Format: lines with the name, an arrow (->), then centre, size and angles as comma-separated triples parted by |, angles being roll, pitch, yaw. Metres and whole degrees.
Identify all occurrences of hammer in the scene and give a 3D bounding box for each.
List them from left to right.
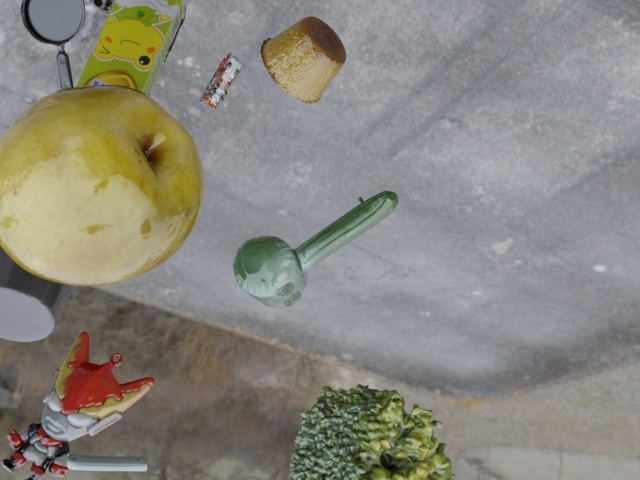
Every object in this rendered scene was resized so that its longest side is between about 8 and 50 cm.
hammer -> 0.000, 0.000, 1.380 | 0.335, 0.119, 0.206 | -34, 165, -1

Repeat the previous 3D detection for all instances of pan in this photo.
pan -> -0.536, -0.418, 1.499 | 0.136, 0.235, 0.028 | -9, -178, 6

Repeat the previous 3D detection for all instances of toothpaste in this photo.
toothpaste -> -0.350, -0.305, 1.308 | 0.110, 0.328, 0.077 | 20, 165, -5

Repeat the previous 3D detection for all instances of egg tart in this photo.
egg tart -> -0.038, -0.474, 1.907 | 0.215, 0.215, 0.171 | 31, 129, -32

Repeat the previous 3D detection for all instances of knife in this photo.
knife -> -0.440, 0.458, 1.515 | 0.162, 0.023, 0.044 | 7, -169, -17

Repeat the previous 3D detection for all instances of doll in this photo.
doll -> -0.279, 0.194, 0.823 | 0.109, 0.169, 0.057 | 32, 154, 8

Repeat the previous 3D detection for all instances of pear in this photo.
pear -> -0.327, -0.073, 1.076 | 0.314, 0.314, 0.314 | 7, 149, 4

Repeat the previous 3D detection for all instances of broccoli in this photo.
broccoli -> 0.082, 0.282, 1.035 | 0.273, 0.180, 0.242 | -7, -174, -33

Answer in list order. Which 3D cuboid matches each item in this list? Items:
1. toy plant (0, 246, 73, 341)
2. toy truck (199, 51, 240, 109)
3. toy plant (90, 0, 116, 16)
toy plant -> -0.496, -0.021, 1.305 | 0.279, 0.400, 0.185 | -13, 133, 17
toy truck -> -0.132, -0.215, 0.979 | 0.032, 0.083, 0.024 | 17, 165, 45
toy plant -> -0.430, -0.566, 1.591 | 0.162, 0.093, 0.093 | -49, 129, 3
